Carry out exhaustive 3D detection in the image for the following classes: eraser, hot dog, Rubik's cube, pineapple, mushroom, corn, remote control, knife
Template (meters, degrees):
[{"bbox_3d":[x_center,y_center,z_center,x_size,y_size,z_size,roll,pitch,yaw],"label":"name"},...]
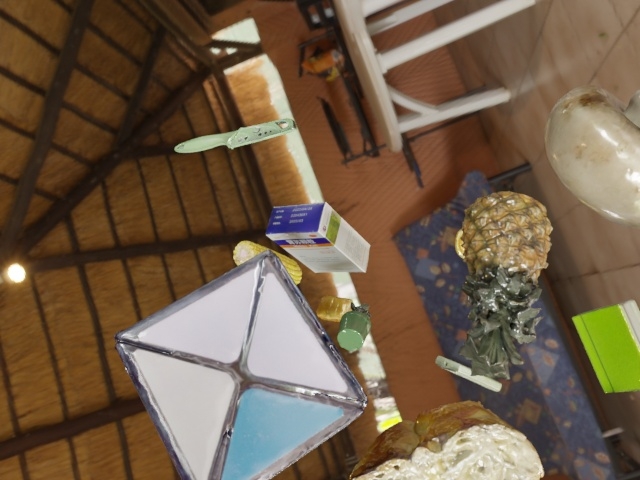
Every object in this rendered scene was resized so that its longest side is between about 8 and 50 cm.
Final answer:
[{"bbox_3d":[0.945,0.342,1.849,0.210,0.092,0.274,-39,67,60],"label":"eraser"},{"bbox_3d":[0.214,0.447,1.140,0.365,0.367,0.196,34,-147,-83],"label":"hot dog"},{"bbox_3d":[-0.126,0.238,1.002,0.310,0.305,0.307,59,166,11],"label":"Rubik's cube"},{"bbox_3d":[0.243,0.060,0.785,0.128,0.128,0.248,58,-141,-52],"label":"pineapple"},{"bbox_3d":[0.670,-0.202,1.254,0.362,0.295,0.362,27,-148,-19],"label":"mushroom"},{"bbox_3d":[-0.132,0.066,1.546,0.248,0.081,0.081,28,-141,-55],"label":"corn"},{"bbox_3d":[0.460,0.413,1.806,0.233,0.038,0.098,28,171,-33],"label":"remote control"},{"bbox_3d":[-0.161,-0.182,1.056,0.020,0.292,0.043,46,-131,-44],"label":"knife"}]

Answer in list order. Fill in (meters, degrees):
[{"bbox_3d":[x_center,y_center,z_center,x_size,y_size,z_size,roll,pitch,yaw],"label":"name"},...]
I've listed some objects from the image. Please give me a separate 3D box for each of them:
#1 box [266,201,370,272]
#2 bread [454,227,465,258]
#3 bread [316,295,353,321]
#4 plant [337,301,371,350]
[{"bbox_3d":[0.000,0.000,1.840,0.299,0.199,0.107,39,-124,-48],"label":"box"},{"bbox_3d":[0.460,0.009,1.785,0.024,0.110,0.110,174,74,-77],"label":"bread"},{"bbox_3d":[0.044,0.203,1.727,0.053,0.132,0.074,37,-111,-33],"label":"bread"},{"bbox_3d":[0.056,0.123,0.896,0.051,0.051,0.102,66,-157,-19],"label":"plant"}]
